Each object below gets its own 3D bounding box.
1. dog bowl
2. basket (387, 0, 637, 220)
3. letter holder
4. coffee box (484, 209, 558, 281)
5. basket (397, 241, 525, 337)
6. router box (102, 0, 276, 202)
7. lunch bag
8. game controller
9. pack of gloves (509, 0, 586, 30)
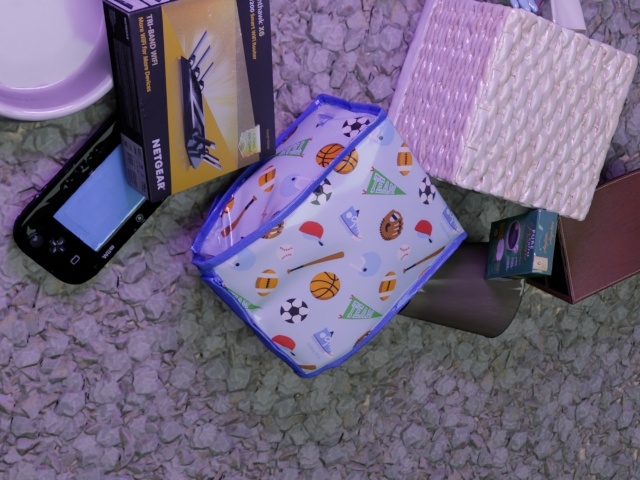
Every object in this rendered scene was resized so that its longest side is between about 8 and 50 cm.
[{"bbox_3d":[-0.422,-0.333,1.492,0.348,0.102,0.349,-9,111,-24],"label":"dog bowl"},{"bbox_3d":[0.332,-0.238,1.818,0.328,0.266,0.331,13,98,-29],"label":"basket"},{"bbox_3d":[0.563,-0.040,2.069,0.301,0.152,0.215,-23,113,-19],"label":"letter holder"},{"bbox_3d":[0.352,0.013,1.814,0.040,0.184,0.113,11,80,-16],"label":"coffee box"},{"bbox_3d":[0.246,0.082,1.947,0.226,0.154,0.204,7,118,-25],"label":"basket"},{"bbox_3d":[-0.191,-0.241,1.571,0.242,0.081,0.309,-25,130,-31],"label":"router box"},{"bbox_3d":[0.000,0.000,1.744,0.385,0.239,0.328,-49,123,-13],"label":"lunch bag"},{"bbox_3d":[-0.337,-0.079,1.639,0.319,0.067,0.166,-48,121,-5],"label":"game controller"},{"bbox_3d":[0.397,-0.500,1.826,0.195,0.046,0.232,4,73,-30],"label":"pack of gloves"}]
